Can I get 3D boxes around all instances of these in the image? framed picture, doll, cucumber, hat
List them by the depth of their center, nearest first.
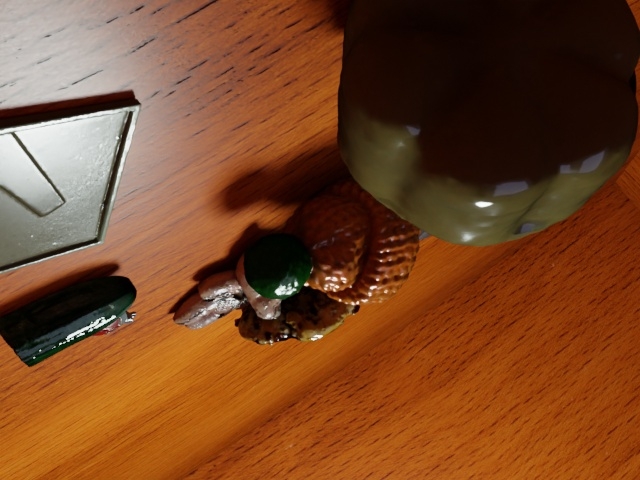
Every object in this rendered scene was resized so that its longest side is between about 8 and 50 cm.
[{"bbox_3d":[-0.394,-0.065,1.032,0.240,0.020,0.324,-20,154,-38],"label":"framed picture"},{"bbox_3d":[-0.437,0.138,1.288,0.244,0.063,0.115,-31,130,-25],"label":"cucumber"},{"bbox_3d":[-0.438,0.151,1.379,0.195,0.062,0.104,-1,120,-46],"label":"doll"},{"bbox_3d":[0.000,0.000,1.539,0.400,0.285,0.285,2,140,-36],"label":"hat"},{"bbox_3d":[-0.185,0.138,1.641,0.303,0.156,0.201,-37,161,11],"label":"doll"}]

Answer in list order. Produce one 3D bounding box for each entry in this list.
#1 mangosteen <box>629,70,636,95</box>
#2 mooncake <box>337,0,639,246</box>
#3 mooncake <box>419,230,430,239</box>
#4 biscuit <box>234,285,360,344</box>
[{"bbox_3d":[0.537,-0.353,1.592,0.306,0.306,0.359,110,7,-56],"label":"mangosteen"},{"bbox_3d":[0.243,-0.235,1.072,0.467,0.467,0.262,-32,166,-15],"label":"mooncake"},{"bbox_3d":[0.272,-0.130,1.809,0.306,0.154,0.306,-32,157,-16],"label":"mooncake"},{"bbox_3d":[-0.063,0.154,1.754,0.289,0.081,0.334,-28,-160,-30],"label":"biscuit"}]
